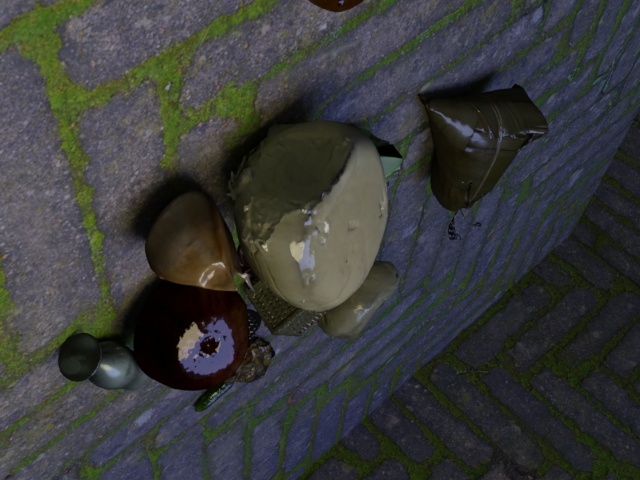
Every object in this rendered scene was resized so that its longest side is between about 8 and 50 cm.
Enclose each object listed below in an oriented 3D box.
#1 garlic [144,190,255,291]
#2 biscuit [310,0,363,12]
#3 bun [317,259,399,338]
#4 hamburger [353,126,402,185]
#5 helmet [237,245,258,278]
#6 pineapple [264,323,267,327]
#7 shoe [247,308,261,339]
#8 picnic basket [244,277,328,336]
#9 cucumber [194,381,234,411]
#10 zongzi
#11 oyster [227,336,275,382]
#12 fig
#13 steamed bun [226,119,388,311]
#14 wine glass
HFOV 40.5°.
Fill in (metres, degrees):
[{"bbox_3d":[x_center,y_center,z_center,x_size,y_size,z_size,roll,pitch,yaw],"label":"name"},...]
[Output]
[{"bbox_3d":[-0.207,0.025,1.525,0.151,0.196,0.338,-38,177,-2],"label":"garlic"},{"bbox_3d":[0.098,-0.522,1.304,0.394,0.070,0.350,-48,161,2],"label":"biscuit"},{"bbox_3d":[0.083,0.151,2.315,0.259,0.160,0.259,-51,174,-7],"label":"bun"},{"bbox_3d":[0.067,-0.138,1.833,0.235,0.125,0.214,-17,149,-46],"label":"hamburger"},{"bbox_3d":[-0.122,0.036,1.845,0.098,0.070,0.123,-43,159,-10],"label":"helmet"},{"bbox_3d":[-0.102,0.191,2.179,0.114,0.077,0.114,-12,106,-39],"label":"pineapple"},{"bbox_3d":[-0.221,0.232,2.016,0.194,0.074,0.077,-43,180,-16],"label":"shoe"},{"bbox_3d":[-0.049,0.095,1.939,0.196,0.154,0.134,-42,156,17],"label":"picnic basket"},{"bbox_3d":[-0.263,0.383,2.224,0.155,0.037,0.037,-43,158,-13],"label":"cucumber"},{"bbox_3d":[0.309,-0.187,2.174,0.418,0.181,0.447,-5,139,-39],"label":"zongzi"},{"bbox_3d":[-0.165,0.295,2.154,0.128,0.079,0.345,-55,169,4],"label":"oyster"},{"bbox_3d":[-0.252,0.173,1.672,0.235,0.214,0.235,-25,141,-22],"label":"fig"},{"bbox_3d":[-0.030,-0.043,1.585,0.333,0.233,0.311,-53,144,-34],"label":"steamed bun"},{"bbox_3d":[-0.401,0.233,1.633,0.093,0.093,0.202,-47,156,-1],"label":"wine glass"}]
